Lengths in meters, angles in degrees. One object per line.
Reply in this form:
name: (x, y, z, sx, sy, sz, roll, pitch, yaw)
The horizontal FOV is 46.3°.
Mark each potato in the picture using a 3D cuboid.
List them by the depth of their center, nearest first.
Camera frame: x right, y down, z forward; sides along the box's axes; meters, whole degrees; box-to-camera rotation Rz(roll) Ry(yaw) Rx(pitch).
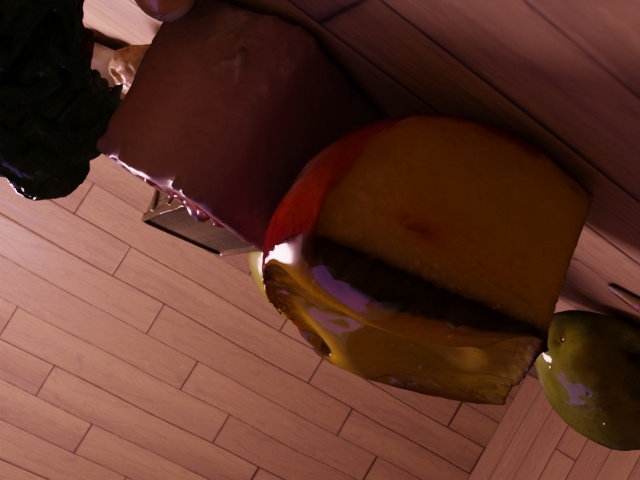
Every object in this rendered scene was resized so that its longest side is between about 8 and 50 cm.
potato: (0.477, 0.233, 1.245, 0.304, 0.215, 0.216, 31, 177, -35)

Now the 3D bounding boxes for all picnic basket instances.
picnic basket: (-0.157, -0.073, 1.184, 0.165, 0.139, 0.267, 25, 164, -25)

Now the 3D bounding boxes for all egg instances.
egg: (-0.165, -0.268, 0.775, 0.071, 0.071, 0.083, 28, 171, 39)

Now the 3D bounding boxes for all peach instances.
peach: (0.106, 0.012, 0.777, 0.306, 0.242, 0.380, 11, 161, 15)

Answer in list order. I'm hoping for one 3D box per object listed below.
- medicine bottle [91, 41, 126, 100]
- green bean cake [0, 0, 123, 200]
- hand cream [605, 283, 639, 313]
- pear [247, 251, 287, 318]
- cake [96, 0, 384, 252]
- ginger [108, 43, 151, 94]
medicine bottle: (-0.439, -0.319, 1.602, 0.282, 0.123, 0.375, 42, 174, -39)
green bean cake: (-0.360, -0.236, 0.895, 0.300, 0.307, 0.169, 34, 173, -24)
hand cream: (0.444, 0.091, 1.047, 0.102, 0.022, 0.035, 34, -175, 21)
pear: (0.000, 0.000, 1.318, 0.287, 0.287, 0.375, 34, 180, -35)
cake: (-0.075, -0.116, 0.901, 0.237, 0.230, 0.309, 25, 172, 34)
ginger: (-0.184, -0.211, 1.248, 0.354, 0.126, 0.190, 30, 174, -35)
